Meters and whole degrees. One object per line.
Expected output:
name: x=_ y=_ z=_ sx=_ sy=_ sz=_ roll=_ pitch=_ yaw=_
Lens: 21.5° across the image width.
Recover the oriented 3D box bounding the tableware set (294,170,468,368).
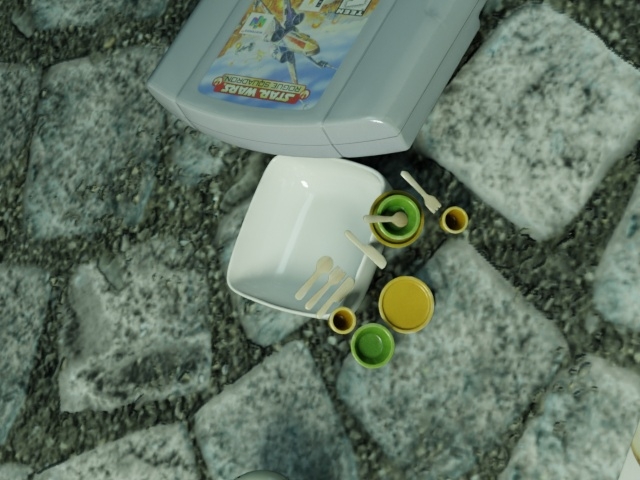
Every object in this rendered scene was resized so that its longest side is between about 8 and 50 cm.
tableware set: x=0.061 y=0.025 z=1.394 sx=0.154 sy=0.104 sz=0.024 roll=-48 pitch=7 yaw=-12

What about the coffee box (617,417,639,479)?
coffee box: x=0.331 y=0.238 z=1.084 sx=0.297 sy=0.119 sz=0.168 roll=15 pitch=78 yaw=39

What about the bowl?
bowl: x=0.000 y=0.000 z=1.466 sx=0.142 sy=0.053 sz=0.142 roll=14 pitch=81 yaw=40

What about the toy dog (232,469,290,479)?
toy dog: x=-0.049 y=0.303 z=1.243 sx=0.333 sy=0.161 sz=0.220 roll=33 pitch=100 yaw=58

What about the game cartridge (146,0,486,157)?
game cartridge: x=-0.014 y=-0.169 z=1.513 sx=0.297 sy=0.062 sz=0.198 roll=12 pitch=58 yaw=38
